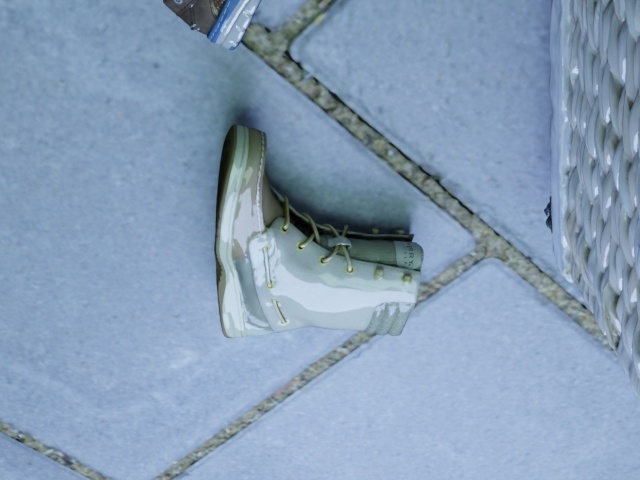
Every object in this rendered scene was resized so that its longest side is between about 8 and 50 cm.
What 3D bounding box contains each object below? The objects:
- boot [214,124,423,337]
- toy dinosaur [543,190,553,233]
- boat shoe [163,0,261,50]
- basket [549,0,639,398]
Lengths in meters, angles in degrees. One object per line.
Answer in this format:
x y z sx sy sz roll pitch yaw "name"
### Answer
0.000 0.000 0.758 0.165 0.077 0.213 2 134 0 "boot"
0.240 -0.033 0.742 0.118 0.064 0.268 -38 117 20 "toy dinosaur"
-0.049 -0.204 0.600 0.066 0.066 0.183 22 126 -14 "boat shoe"
0.316 -0.083 0.534 0.328 0.266 0.331 -5 116 3 "basket"
